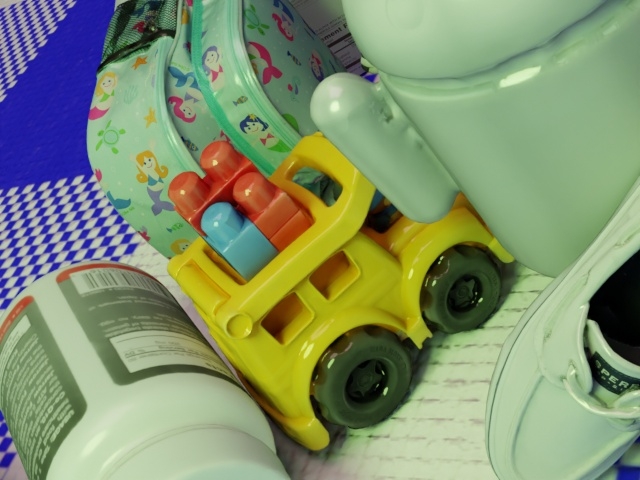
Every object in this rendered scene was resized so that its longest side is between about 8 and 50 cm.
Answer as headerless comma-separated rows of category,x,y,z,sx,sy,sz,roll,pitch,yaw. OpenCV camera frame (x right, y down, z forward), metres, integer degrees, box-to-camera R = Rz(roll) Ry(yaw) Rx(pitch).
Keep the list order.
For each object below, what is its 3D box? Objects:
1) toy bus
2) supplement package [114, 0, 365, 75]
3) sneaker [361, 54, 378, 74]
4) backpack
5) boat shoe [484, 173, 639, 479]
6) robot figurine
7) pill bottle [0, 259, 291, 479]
toy bus,0.000,0.000,0.777,0.220,0.211,0.149,-42,33,-8
supplement package,-0.077,-0.237,1.171,0.262,0.145,0.204,-27,36,14
sneaker,0.128,-0.216,1.043,0.132,0.086,0.228,8,38,16
backpack,-0.084,-0.101,0.956,0.191,0.225,0.253,-21,42,31
boat shoe,0.157,0.052,0.580,0.084,0.095,0.258,-54,-13,-62
robot figurine,0.145,-0.114,0.649,0.300,0.353,0.199,-30,35,14
pill bottle,-0.129,0.139,0.772,0.161,0.161,0.283,-41,35,-5
